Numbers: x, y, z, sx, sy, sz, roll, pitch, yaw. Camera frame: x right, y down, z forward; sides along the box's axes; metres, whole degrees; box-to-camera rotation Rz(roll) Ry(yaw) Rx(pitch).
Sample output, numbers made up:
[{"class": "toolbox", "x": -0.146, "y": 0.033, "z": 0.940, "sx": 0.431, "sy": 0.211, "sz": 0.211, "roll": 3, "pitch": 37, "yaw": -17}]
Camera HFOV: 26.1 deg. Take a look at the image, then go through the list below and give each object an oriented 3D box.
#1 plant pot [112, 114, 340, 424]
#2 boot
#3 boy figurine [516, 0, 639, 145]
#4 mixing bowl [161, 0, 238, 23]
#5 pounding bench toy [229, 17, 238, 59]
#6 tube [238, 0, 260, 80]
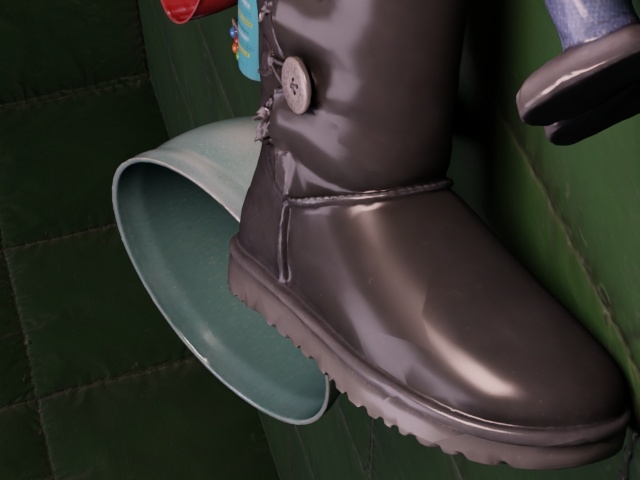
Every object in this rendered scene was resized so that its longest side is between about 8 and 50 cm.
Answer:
[{"class": "plant pot", "x": -0.027, "y": -0.001, "z": 1.302, "sx": 0.293, "sy": 0.196, "sz": 0.293, "roll": 38, "pitch": 150, "yaw": 27}, {"class": "boot", "x": 0.076, "y": -0.118, "z": 0.900, "sx": 0.367, "sy": 0.146, "sz": 0.445, "roll": 27, "pitch": 119, "yaw": 41}, {"class": "boy figurine", "x": 0.095, "y": -0.198, "z": 0.704, "sx": 0.177, "sy": 0.092, "sz": 0.285, "roll": 11, "pitch": -125, "yaw": -66}, {"class": "mixing bowl", "x": -0.105, "y": -0.320, "z": 1.467, "sx": 0.181, "sy": 0.098, "sz": 0.181, "roll": 177, "pitch": 90, "yaw": -66}, {"class": "pounding bench toy", "x": -0.079, "y": -0.245, "z": 1.784, "sx": 0.052, "sy": 0.065, "sz": 0.083, "roll": -116, "pitch": 16, "yaw": -51}, {"class": "tube", "x": -0.060, "y": -0.248, "z": 1.381, "sx": 0.207, "sy": 0.052, "sz": 0.080, "roll": 90, "pitch": 155, "yaw": -52}]
